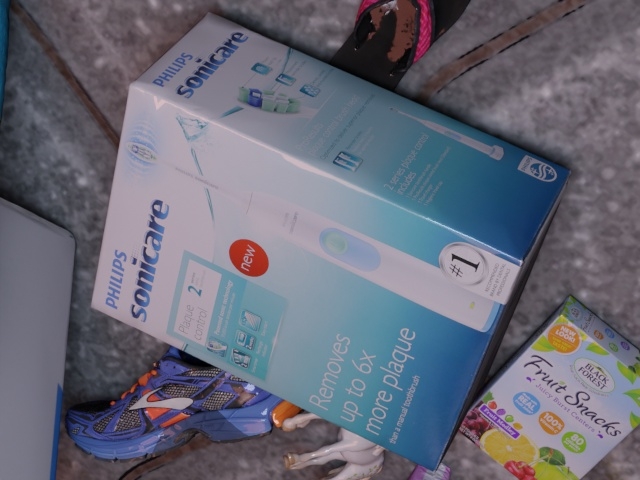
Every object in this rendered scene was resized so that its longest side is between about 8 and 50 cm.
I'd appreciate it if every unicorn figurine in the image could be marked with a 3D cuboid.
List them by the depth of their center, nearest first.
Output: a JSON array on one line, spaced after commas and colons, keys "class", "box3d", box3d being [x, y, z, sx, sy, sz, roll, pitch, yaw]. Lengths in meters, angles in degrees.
[{"class": "unicorn figurine", "box3d": [0.027, 0.162, 1.219, 0.111, 0.162, 0.060, -9, 76, -5]}]

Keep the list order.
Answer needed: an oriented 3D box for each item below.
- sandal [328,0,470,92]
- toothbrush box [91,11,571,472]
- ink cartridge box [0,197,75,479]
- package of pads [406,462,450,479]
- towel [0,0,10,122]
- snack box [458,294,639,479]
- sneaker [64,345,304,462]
[{"class": "sandal", "box3d": [0.052, -0.149, 1.085, 0.067, 0.040, 0.179, 35, 124, 3]}, {"class": "toothbrush box", "box3d": [0.000, 0.000, 1.123, 0.295, 0.126, 0.216, 26, 130, 10]}, {"class": "ink cartridge box", "box3d": [-0.416, 0.131, 1.273, 0.395, 0.166, 0.285, -10, 67, 27]}, {"class": "package of pads", "box3d": [0.073, 0.221, 1.261, 0.032, 0.050, 0.083, 33, 123, 5]}, {"class": "towel", "box3d": [-0.360, -0.026, 1.179, 0.271, 0.370, 0.040, -10, 156, 26]}, {"class": "snack box", "box3d": [0.182, 0.123, 1.172, 0.100, 0.037, 0.141, 38, 124, 0]}, {"class": "sneaker", "box3d": [-0.119, 0.126, 1.288, 0.221, 0.083, 0.087, -14, 97, 22]}]
